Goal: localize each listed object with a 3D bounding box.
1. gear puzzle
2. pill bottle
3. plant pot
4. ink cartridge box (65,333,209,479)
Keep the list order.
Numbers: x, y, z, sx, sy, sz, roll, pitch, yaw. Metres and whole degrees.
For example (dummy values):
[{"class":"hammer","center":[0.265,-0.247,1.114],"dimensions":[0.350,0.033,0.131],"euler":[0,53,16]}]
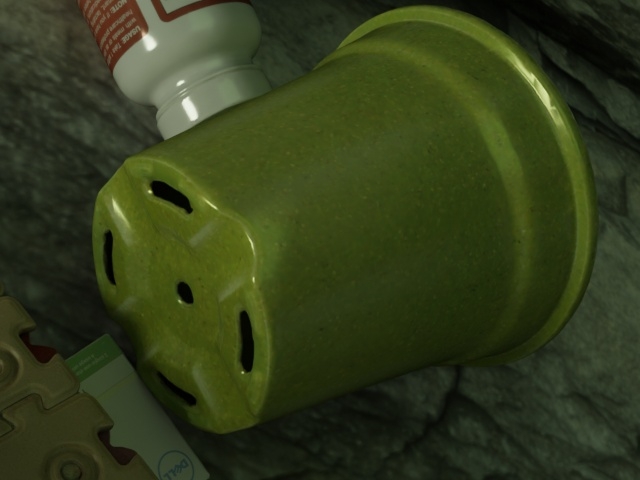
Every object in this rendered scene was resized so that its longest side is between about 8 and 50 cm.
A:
[{"class":"gear puzzle","center":[-0.259,0.070,0.644],"dimensions":[0.175,0.044,0.339],"euler":[-30,70,-37]},{"class":"pill bottle","center":[-0.120,-0.182,0.849],"dimensions":[0.121,0.121,0.216],"euler":[-21,81,-39]},{"class":"plant pot","center":[0.000,0.000,0.742],"dimensions":[0.254,0.276,0.276],"euler":[-23,82,-39]},{"class":"ink cartridge box","center":[-0.138,0.201,0.698],"dimensions":[0.171,0.056,0.235],"euler":[-35,88,-40]}]
